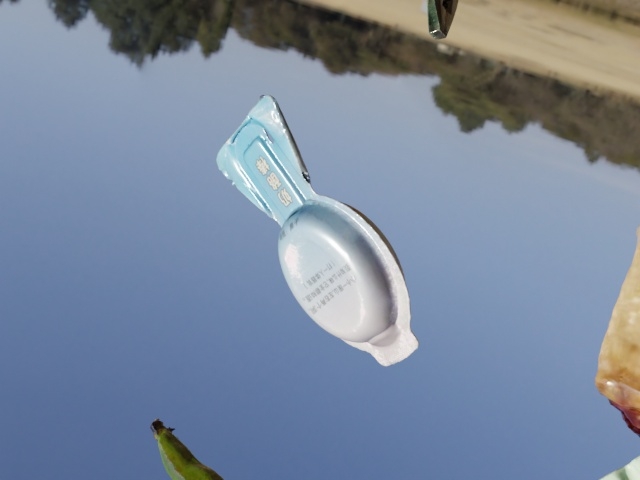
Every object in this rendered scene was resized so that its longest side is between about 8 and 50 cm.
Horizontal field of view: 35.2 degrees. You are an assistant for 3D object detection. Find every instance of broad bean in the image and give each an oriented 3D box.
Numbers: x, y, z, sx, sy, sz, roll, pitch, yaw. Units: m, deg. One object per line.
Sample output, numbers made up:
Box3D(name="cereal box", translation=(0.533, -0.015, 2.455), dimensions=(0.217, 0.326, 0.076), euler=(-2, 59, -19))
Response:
Box3D(name="broad bean", translation=(-0.125, 0.307, 1.204), dimensions=(0.297, 0.060, 0.043), euler=(28, 176, 40))

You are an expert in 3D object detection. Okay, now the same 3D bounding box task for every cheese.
Box3D(name="cheese", translation=(0.000, 0.000, 0.856), dimensions=(0.052, 0.135, 0.245), euler=(-31, -97, -39))

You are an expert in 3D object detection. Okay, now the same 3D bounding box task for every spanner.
Box3D(name="spanner", translation=(0.170, -0.396, 1.329), dimensions=(0.040, 0.325, 0.095), euler=(-13, 145, 36))

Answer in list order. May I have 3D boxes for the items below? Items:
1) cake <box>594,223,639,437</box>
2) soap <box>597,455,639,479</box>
Box3D(name="cake", translation=(0.277, 0.055, 0.591), dimensions=(0.196, 0.293, 0.198), euler=(19, 172, 32))
Box3D(name="soap", translation=(0.297, 0.332, 0.860), dimensions=(0.087, 0.160, 0.265), euler=(41, -159, -43))
